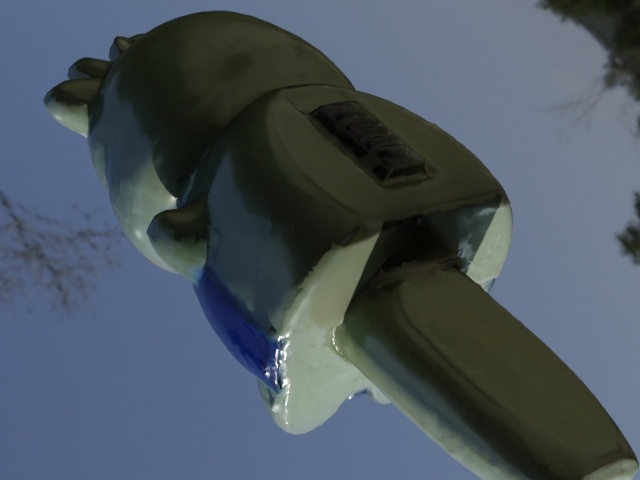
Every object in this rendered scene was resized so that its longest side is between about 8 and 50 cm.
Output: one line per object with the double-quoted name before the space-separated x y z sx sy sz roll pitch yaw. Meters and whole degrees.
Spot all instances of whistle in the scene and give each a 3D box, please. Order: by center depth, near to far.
"whistle" 0.000 0.000 0.418 0.110 0.092 0.244 -13 -135 -41
